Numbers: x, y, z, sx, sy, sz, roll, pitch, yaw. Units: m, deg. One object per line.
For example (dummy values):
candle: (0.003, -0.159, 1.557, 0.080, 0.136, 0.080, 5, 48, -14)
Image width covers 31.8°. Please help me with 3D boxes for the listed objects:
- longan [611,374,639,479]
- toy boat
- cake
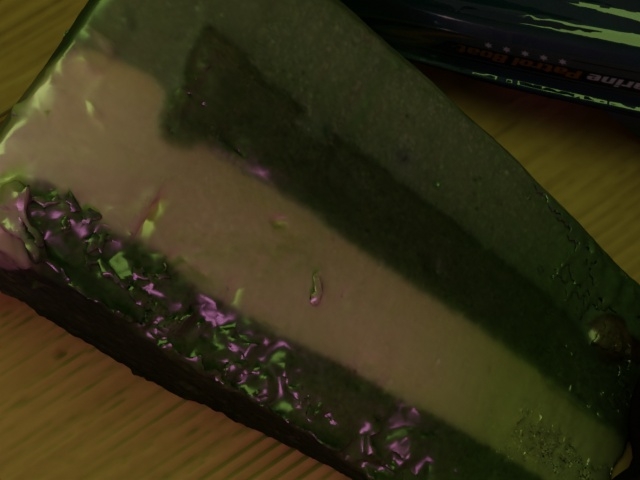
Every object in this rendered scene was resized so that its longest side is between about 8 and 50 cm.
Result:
longan: (0.161, 0.077, 0.427, 0.119, 0.106, 0.106, -30, 71, -1)
toy boat: (0.093, -0.110, 0.514, 0.246, 0.103, 0.092, 16, 65, 18)
cake: (0.005, 0.003, 0.428, 0.284, 0.172, 0.158, 28, 75, 10)
